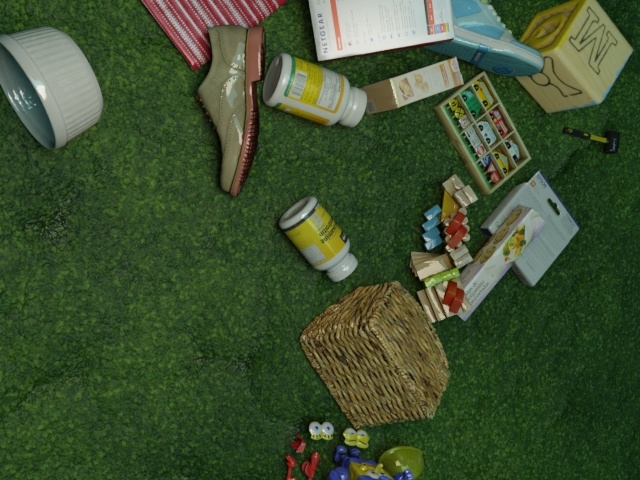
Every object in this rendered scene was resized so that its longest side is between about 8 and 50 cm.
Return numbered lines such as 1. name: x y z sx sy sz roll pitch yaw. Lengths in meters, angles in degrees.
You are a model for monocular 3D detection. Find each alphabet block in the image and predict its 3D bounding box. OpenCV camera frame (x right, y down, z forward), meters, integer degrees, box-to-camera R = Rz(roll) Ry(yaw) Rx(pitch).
1. alphabet block: 0.629 -0.468 1.639 0.197 0.192 0.193 40 75 -22

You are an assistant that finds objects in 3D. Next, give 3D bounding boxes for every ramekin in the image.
1. ramekin: -0.476 -0.273 1.133 0.109 0.207 0.207 -34 106 -29

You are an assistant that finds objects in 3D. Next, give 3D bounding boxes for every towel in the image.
1. towel: -0.219 -0.508 1.330 0.275 0.031 0.199 -43 108 -17

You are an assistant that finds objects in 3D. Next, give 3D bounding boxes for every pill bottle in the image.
1. pill bottle: -0.010 -0.316 1.389 0.208 0.117 0.117 14 87 -24
2. pill bottle: 0.000 0.000 1.417 0.103 0.103 0.184 -45 109 -16

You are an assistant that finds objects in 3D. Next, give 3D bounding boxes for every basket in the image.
1. basket: 0.133 0.257 1.499 0.299 0.223 0.213 57 38 -16

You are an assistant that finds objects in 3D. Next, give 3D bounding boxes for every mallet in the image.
1. mallet: 0.755 -0.279 1.793 0.190 0.039 0.062 2 89 -21

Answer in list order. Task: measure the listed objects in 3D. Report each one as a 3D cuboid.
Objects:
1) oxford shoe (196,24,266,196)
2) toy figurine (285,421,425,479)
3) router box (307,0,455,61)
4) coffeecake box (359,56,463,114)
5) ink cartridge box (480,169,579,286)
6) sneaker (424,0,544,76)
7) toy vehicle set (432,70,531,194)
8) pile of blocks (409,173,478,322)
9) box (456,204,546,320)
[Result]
1. oxford shoe: -0.190 -0.266 1.325 0.130 0.123 0.348 6 95 -1
2. toy figurine: 0.113 0.557 1.421 0.363 0.217 0.191 20 94 -25
3. router box: 0.114 -0.574 1.372 0.301 0.082 0.335 -9 103 1
4. coffeecake box: 0.206 -0.353 1.473 0.186 0.142 0.068 -23 103 -22
5. ink cartridge box: 0.558 -0.033 1.704 0.224 0.045 0.223 -46 108 -15
6. sneaker: 0.401 -0.529 1.532 0.319 0.127 0.208 18 83 -7
7. toy vehicle set: 0.412 -0.270 1.631 0.166 0.035 0.267 -40 108 -18
8. pile of blocks: 0.292 0.016 1.521 0.149 0.112 0.362 3 83 3
9. box: 0.429 0.053 1.605 0.063 0.067 0.324 41 89 -19
